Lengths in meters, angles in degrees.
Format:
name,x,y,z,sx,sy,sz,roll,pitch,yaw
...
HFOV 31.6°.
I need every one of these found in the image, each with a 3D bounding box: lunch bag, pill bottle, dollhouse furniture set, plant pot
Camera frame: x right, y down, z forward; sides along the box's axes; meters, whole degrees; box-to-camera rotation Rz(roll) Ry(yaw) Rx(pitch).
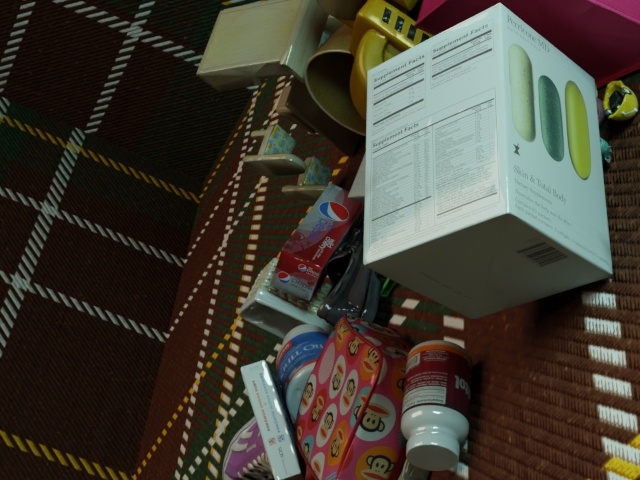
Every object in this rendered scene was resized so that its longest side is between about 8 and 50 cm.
name,x,y,z,sx,sy,sz,roll,pitch,yaw
lunch bag,0.049,0.257,1.631,0.258,0.120,0.293,-66,15,7
pill bottle,0.146,0.208,1.421,0.086,0.086,0.152,-52,21,46
dollhouse furniture set,-0.013,-0.319,2.325,0.257,0.394,0.362,0,64,43
plant pot,0.131,-0.360,2.125,0.254,0.237,0.237,-60,10,-25
pill bottle,-0.009,0.220,1.888,0.124,0.124,0.221,-65,15,10

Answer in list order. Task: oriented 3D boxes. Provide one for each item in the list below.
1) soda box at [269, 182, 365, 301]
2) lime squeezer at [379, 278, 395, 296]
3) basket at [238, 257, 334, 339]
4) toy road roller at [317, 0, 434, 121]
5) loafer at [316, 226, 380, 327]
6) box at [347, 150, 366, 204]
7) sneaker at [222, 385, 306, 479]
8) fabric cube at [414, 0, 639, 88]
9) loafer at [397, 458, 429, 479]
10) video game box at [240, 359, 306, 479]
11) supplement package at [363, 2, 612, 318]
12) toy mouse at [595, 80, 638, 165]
name,x,y,z,sx,sy,sz,roll,pitch,yaw
soda box,0.000,0.000,2.095,0.263,0.084,0.092,-56,-11,-53
lime squeezer,0.159,0.030,1.751,0.310,0.059,0.109,168,91,-72
basket,-0.052,0.119,2.121,0.113,0.167,0.103,-43,23,59
toy road roller,0.101,-0.340,1.874,0.240,0.330,0.202,-53,-6,-15
loafer,0.049,0.054,1.951,0.302,0.095,0.109,-85,14,-60
box,0.131,-0.117,1.958,0.130,0.091,0.170,-68,14,-4
sneaker,-0.095,0.389,2.000,0.282,0.102,0.161,-60,19,26
fabric cube,0.304,-0.359,1.370,0.254,0.259,0.258,159,130,-70
loafer,0.109,0.334,1.467,0.039,0.045,0.125,101,-166,-74
video game box,-0.068,0.303,1.798,0.205,0.048,0.187,75,179,-71
supplement package,0.187,-0.082,1.285,0.198,0.199,0.262,-22,54,39
toy mouse,0.332,-0.129,1.365,0.143,0.031,0.161,-59,16,28
